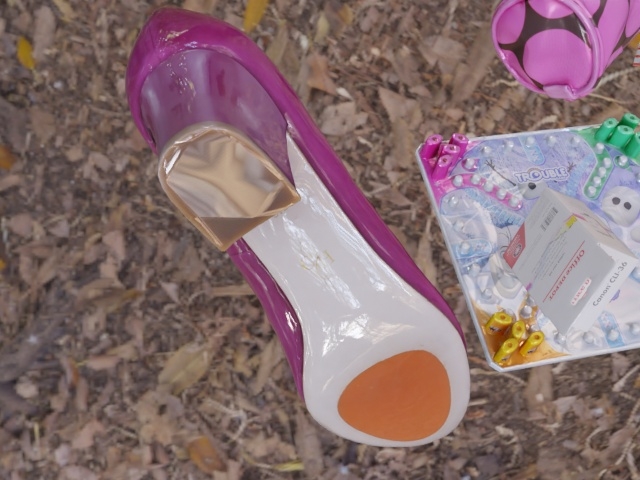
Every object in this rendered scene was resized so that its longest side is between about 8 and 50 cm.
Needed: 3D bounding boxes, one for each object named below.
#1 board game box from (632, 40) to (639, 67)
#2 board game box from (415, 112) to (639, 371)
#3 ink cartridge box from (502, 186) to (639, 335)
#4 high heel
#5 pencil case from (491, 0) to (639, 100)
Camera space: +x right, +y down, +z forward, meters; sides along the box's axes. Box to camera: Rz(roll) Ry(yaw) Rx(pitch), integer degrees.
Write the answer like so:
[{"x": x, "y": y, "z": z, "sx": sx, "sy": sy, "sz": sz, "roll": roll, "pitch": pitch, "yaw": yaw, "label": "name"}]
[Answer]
[{"x": 0.534, "y": -0.284, "z": 1.170, "sx": 0.045, "sy": 0.193, "sz": 0.146, "roll": -140, "pitch": 64, "yaw": -71, "label": "board game box"}, {"x": 0.381, "y": -0.018, "z": 1.315, "sx": 0.050, "sy": 0.390, "sz": 0.390, "roll": 106, "pitch": 152, "yaw": -59, "label": "board game box"}, {"x": 0.314, "y": 0.031, "z": 1.077, "sx": 0.115, "sy": 0.067, "sz": 0.198, "roll": -62, "pitch": 21, "yaw": 22, "label": "ink cartridge box"}, {"x": 0.000, "y": 0.000, "z": 0.620, "sx": 0.127, "sy": 0.377, "sz": 0.181, "roll": -26, "pitch": 41, "yaw": 7, "label": "high heel"}, {"x": 0.209, "y": -0.180, "z": 0.643, "sx": 0.095, "sy": 0.209, "sz": 0.098, "roll": 13, "pitch": 132, "yaw": 39, "label": "pencil case"}]
